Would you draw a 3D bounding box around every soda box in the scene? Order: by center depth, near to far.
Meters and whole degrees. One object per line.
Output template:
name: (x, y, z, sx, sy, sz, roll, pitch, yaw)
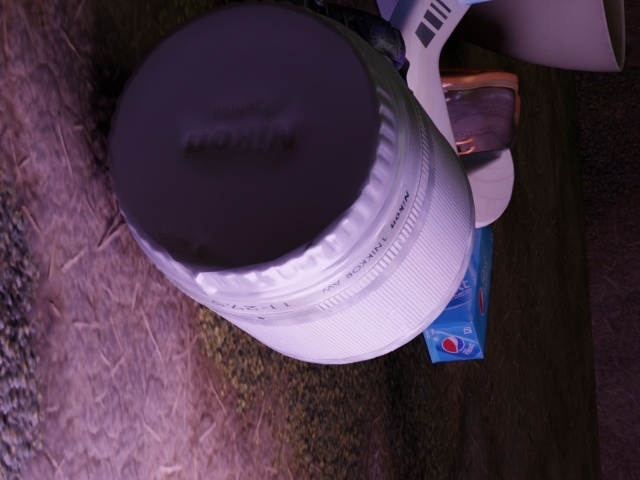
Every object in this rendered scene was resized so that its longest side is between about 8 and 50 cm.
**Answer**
soda box: (0.174, 0.051, 2.209, 0.210, 0.067, 0.071, -80, 158, -44)

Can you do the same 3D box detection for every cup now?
cup: (0.284, -0.384, 2.445, 0.331, 0.237, 0.331, -6, 90, -75)

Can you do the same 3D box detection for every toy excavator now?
toy excavator: (0.115, -0.290, 1.863, 0.433, 0.222, 0.445, 54, 51, -28)

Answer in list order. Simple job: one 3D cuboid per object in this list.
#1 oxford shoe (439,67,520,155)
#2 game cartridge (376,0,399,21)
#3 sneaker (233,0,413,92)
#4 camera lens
oxford shoe: (0.193, -0.142, 2.250, 0.364, 0.130, 0.132, 18, 75, -71)
game cartridge: (0.102, -0.396, 2.147, 0.198, 0.062, 0.297, 73, 19, -47)
sneaker: (0.009, -0.191, 1.610, 0.283, 0.124, 0.107, 38, 48, -68)
camera lens: (-0.014, -0.036, 1.298, 0.274, 0.219, 0.219, 42, 44, -67)
